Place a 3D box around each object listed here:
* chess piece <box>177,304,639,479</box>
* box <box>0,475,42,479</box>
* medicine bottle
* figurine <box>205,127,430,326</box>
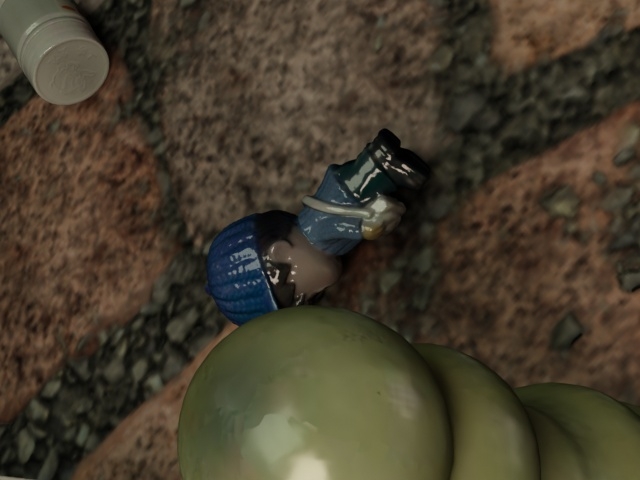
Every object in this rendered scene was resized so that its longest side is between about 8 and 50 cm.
[{"bbox_3d":[0.049,0.102,0.674,0.144,0.251,0.144,-19,58,34],"label":"chess piece"},{"bbox_3d":[-0.093,0.230,0.845,0.260,0.111,0.194,-2,71,39],"label":"box"},{"bbox_3d":[-0.186,-0.139,1.135,0.057,0.057,0.089,-49,45,13],"label":"medicine bottle"},{"bbox_3d":[-0.007,-0.006,0.902,0.136,0.079,0.077,-56,4,13],"label":"figurine"}]
